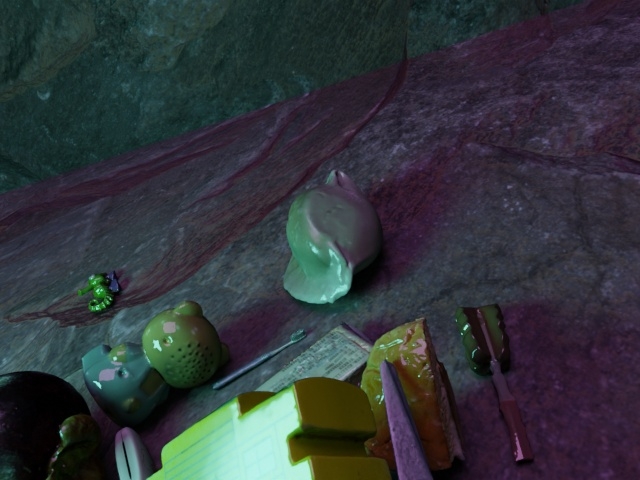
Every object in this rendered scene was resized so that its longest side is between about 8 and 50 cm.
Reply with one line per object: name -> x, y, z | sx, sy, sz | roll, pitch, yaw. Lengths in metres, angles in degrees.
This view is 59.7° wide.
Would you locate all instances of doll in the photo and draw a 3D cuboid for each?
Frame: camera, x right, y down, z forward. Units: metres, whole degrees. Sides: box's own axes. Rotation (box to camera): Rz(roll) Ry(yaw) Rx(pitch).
doll -> -0.325, 0.245, 1.127 | 0.260, 0.177, 0.161 | -32, 29, -13
doll -> -0.625, 0.141, 1.583 | 0.115, 0.050, 0.190 | -28, 34, -17

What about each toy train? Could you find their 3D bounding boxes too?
toy train -> -0.088, 0.343, 0.677 | 0.442, 0.179, 0.273 | -39, 49, 29

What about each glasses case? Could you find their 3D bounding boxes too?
glasses case -> -0.320, 0.404, 0.978 | 0.049, 0.074, 0.193 | -33, 33, -13

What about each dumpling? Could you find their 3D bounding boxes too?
dumpling -> 0.008, -0.024, 1.306 | 0.269, 0.212, 0.320 | -3, 25, 32

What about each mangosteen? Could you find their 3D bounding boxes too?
mangosteen -> -0.520, 0.370, 0.974 | 0.287, 0.288, 0.288 | -15, 32, 10

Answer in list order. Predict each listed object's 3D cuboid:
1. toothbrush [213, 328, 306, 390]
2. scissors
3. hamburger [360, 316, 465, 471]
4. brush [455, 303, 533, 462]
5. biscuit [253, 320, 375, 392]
toothbrush -> -0.124, 0.245, 1.153 | 0.219, 0.019, 0.016 | -30, 38, -13
scissors -> 0.129, 0.349, 0.662 | 0.192, 0.029, 0.447 | -10, 55, -3
hamburger -> 0.123, 0.230, 0.828 | 0.155, 0.208, 0.135 | -8, 9, 12
brush -> 0.288, 0.219, 0.912 | 0.084, 0.071, 0.301 | -12, 38, 9
biscuit -> -0.013, 0.262, 1.006 | 0.309, 0.079, 0.186 | -37, 33, -22
